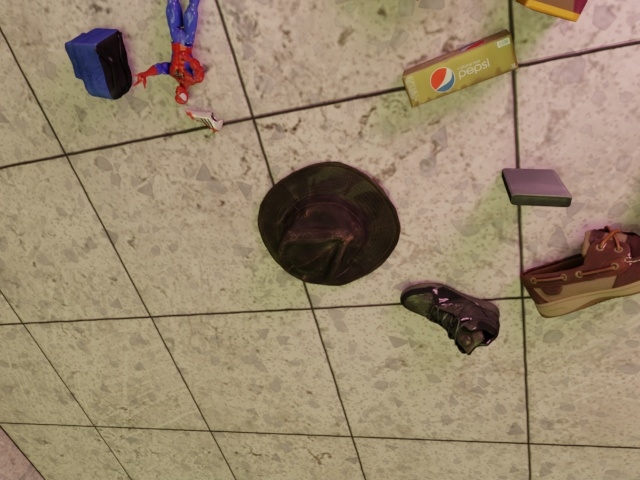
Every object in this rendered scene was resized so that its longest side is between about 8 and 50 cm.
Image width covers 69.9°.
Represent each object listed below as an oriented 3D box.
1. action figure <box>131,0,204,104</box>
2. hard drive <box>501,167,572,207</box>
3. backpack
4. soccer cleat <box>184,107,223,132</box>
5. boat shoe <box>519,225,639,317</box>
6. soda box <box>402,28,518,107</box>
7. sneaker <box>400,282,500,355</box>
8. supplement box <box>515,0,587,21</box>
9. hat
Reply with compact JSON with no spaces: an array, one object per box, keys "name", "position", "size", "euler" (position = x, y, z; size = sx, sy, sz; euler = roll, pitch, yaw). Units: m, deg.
[{"name":"action figure","position":[-0.268,-0.375,0.828],"size":[0.091,0.139,0.280],"euler":[16,126,7]},{"name":"hard drive","position":[0.382,-0.097,0.820],"size":[0.094,0.135,0.022],"euler":[4,118,13]},{"name":"backpack","position":[-0.435,-0.348,0.911],"size":[0.101,0.098,0.120],"euler":[11,135,15]},{"name":"soccer cleat","position":[-0.242,-0.258,0.954],"size":[0.083,0.029,0.036],"euler":[31,115,-9]},{"name":"boat shoe","position":[0.540,0.034,0.863],"size":[0.342,0.123,0.123],"euler":[-37,84,46]},{"name":"soda box","position":[0.235,-0.293,0.783],"size":[0.181,0.061,0.058],"euler":[-15,116,22]},{"name":"sneaker","position":[0.287,0.171,1.016],"size":[0.227,0.130,0.087],"euler":[19,122,5]},{"name":"supplement box","position":[0.362,-0.422,0.645],"size":[0.080,0.104,0.188],"euler":[18,124,3]},{"name":"hat","position":[0.000,0.000,0.984],"size":[0.331,0.134,0.331],"euler":[7,122,12]}]
